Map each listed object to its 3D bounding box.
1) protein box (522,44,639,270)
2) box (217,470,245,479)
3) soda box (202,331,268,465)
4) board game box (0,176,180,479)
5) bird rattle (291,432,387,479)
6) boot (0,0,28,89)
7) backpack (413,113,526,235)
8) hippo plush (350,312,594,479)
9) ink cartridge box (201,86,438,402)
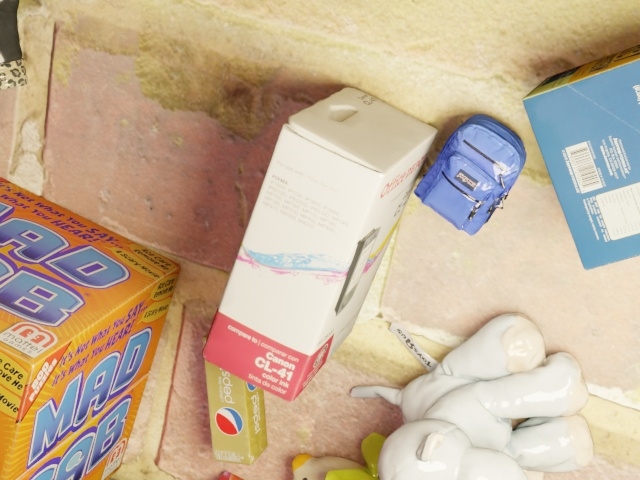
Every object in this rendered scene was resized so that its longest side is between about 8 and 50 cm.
[{"bbox_3d":[0.352,-0.103,1.241,0.201,0.136,0.200,-18,99,26],"label":"protein box"},{"bbox_3d":[-0.137,0.470,1.632,0.122,0.128,0.257,24,115,13],"label":"box"},{"bbox_3d":[-0.113,0.204,1.571,0.058,0.061,0.181,4,108,20],"label":"soda box"},{"bbox_3d":[-0.456,0.163,1.529,0.356,0.356,0.356,25,115,12],"label":"board game box"},{"bbox_3d":[0.055,0.369,1.553,0.207,0.143,0.253,10,124,31],"label":"bird rattle"},{"bbox_3d":[-0.498,-0.277,1.521,0.236,0.085,0.178,-6,110,-6],"label":"boot"},{"bbox_3d":[0.177,-0.076,1.343,0.098,0.101,0.120,35,113,0],"label":"backpack"},{"bbox_3d":[0.170,0.217,1.363,0.294,0.236,0.234,32,116,9],"label":"hippo plush"},{"bbox_3d":[0.000,0.000,1.367,0.131,0.226,0.306,28,116,11],"label":"ink cartridge box"}]
